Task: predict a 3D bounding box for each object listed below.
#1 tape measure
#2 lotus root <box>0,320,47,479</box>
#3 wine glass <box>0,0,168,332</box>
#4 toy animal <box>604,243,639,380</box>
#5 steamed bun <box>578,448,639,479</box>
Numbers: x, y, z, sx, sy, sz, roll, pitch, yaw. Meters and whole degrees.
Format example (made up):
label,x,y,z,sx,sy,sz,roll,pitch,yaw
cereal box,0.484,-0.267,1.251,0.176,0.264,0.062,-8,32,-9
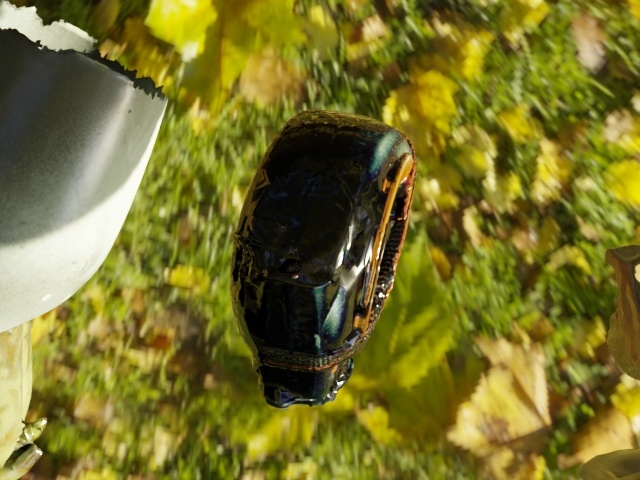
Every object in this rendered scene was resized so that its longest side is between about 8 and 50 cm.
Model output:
label,x,y,z,sx,sy,sz,roll,pitch,yaw
tape measure,0.000,0.000,1.530,0.135,0.223,0.202,14,141,12
lotus root,-0.302,0.062,1.542,0.173,0.173,0.309,5,110,-3
wine glass,-0.172,0.008,0.895,0.126,0.126,0.241,29,96,-8
toy animal,0.317,0.112,1.643,0.097,0.312,0.158,-11,124,-4
steamed bun,0.069,0.256,0.631,0.230,0.372,0.325,41,145,15
